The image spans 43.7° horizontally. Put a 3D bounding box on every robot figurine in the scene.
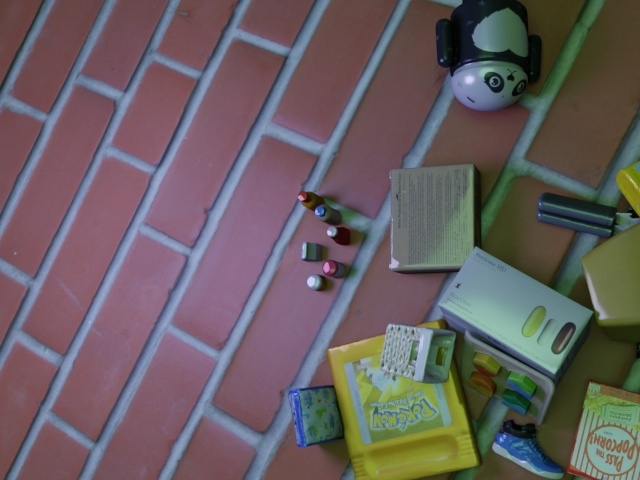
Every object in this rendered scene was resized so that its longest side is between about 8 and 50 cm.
[{"bbox_3d":[0.371,-0.425,1.752,0.209,0.174,0.278,-1,81,21],"label":"robot figurine"}]

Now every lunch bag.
[{"bbox_3d":[-0.018,0.393,1.785,0.096,0.151,0.128,-15,77,18],"label":"lunch bag"}]

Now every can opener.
[{"bbox_3d":[0.598,-0.050,1.671,0.281,0.074,0.093,11,51,21],"label":"can opener"}]

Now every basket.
[{"bbox_3d":[0.204,0.233,1.666,0.103,0.167,0.113,10,86,27],"label":"basket"}]

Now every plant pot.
[{"bbox_3d":[0.626,0.092,1.542,0.187,0.212,0.212,-18,63,25],"label":"plant pot"}]

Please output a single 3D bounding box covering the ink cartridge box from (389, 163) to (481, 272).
[{"bbox_3d":[0.258,-0.045,1.782,0.193,0.088,0.234,-2,81,22],"label":"ink cartridge box"}]

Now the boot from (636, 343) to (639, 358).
[{"bbox_3d":[0.684,0.232,1.595,0.099,0.045,0.121,7,77,20],"label":"boot"}]

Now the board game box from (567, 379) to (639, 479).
[{"bbox_3d":[0.593,0.394,1.604,0.147,0.045,0.193,12,86,23],"label":"board game box"}]

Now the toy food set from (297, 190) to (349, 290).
[{"bbox_3d":[0.000,0.000,1.865,0.111,0.104,0.232,0,81,21],"label":"toy food set"}]

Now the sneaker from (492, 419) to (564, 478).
[{"bbox_3d":[0.439,0.427,1.651,0.152,0.058,0.084,23,99,29],"label":"sneaker"}]

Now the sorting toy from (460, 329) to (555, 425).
[{"bbox_3d":[0.373,0.288,1.634,0.208,0.193,0.038,32,65,24],"label":"sorting toy"}]

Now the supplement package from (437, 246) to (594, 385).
[{"bbox_3d":[0.397,0.160,1.621,0.262,0.204,0.145,31,82,23],"label":"supplement package"}]

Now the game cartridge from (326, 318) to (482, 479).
[{"bbox_3d":[0.179,0.364,1.767,0.286,0.053,0.323,-18,74,18],"label":"game cartridge"}]

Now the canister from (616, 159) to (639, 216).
[{"bbox_3d":[0.699,-0.123,1.599,0.170,0.073,0.126,-25,69,-7],"label":"canister"}]
